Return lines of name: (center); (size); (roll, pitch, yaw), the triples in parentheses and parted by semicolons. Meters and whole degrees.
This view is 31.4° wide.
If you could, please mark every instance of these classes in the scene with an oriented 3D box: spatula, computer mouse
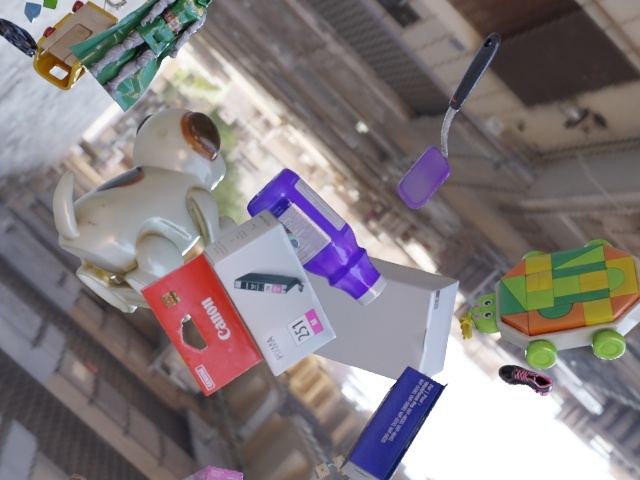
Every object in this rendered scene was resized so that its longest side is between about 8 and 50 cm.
spatula: (0.196, -0.177, 1.700); (0.296, 0.030, 0.084); (-66, -149, 27)
computer mouse: (-0.467, -0.314, 1.496); (0.041, 0.242, 0.071); (-38, -139, 11)

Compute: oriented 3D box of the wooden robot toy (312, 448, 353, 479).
wooden robot toy: (0.072, 0.518, 2.580); (0.173, 0.079, 0.076); (-14, 161, -36)

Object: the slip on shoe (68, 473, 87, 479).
slip on shoe: (-0.316, 0.353, 1.531); (0.135, 0.051, 0.041); (70, 21, -59)

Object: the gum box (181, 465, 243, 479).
gum box: (-0.192, 0.444, 1.875); (0.188, 0.062, 0.107); (139, -37, -60)

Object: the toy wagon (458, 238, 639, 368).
toy wagon: (0.416, 0.116, 2.076); (0.344, 0.068, 0.267); (-11, -143, 16)

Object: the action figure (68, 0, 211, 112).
action figure: (-0.247, -0.314, 1.715); (0.232, 0.137, 0.063); (-43, -140, -4)

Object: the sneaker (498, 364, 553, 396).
sneaker: (0.429, 0.283, 2.359); (0.057, 0.119, 0.047); (91, 18, -69)

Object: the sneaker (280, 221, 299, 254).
sneaker: (-0.066, 0.012, 1.918); (0.038, 0.069, 0.098); (-9, 135, -29)

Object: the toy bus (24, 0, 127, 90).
toy bus: (-0.472, -0.384, 2.222); (0.104, 0.202, 0.191); (-58, -138, 50)

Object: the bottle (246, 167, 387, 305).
bottle: (0.000, 0.000, 2.058); (0.118, 0.283, 0.092); (-41, -172, 42)

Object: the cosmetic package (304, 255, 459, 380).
cosmetic package: (0.082, 0.148, 2.428); (0.156, 0.385, 0.217); (-17, 121, -62)

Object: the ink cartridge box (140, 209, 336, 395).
ink cartridge box: (-0.126, 0.118, 1.839); (0.239, 0.275, 0.060); (-33, -140, -10)

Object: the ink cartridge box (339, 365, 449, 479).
ink cartridge box: (0.102, 0.279, 1.682); (0.165, 0.065, 0.333); (-56, 175, -14)

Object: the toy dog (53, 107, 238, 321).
toy dog: (-0.357, -0.090, 2.387); (0.284, 0.395, 0.408); (-6, -131, 53)
